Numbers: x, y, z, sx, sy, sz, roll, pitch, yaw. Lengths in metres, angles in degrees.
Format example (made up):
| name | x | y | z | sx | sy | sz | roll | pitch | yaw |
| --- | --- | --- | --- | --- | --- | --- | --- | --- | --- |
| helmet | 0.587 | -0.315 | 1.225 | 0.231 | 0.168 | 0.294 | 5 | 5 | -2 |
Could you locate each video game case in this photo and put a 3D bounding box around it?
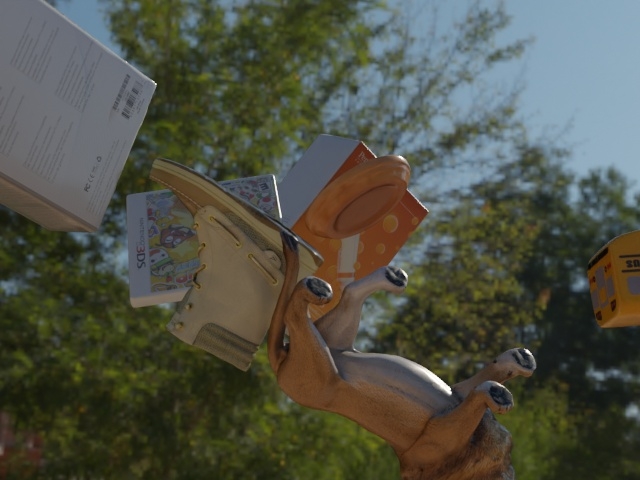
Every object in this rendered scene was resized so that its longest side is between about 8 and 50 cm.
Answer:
| name | x | y | z | sx | sy | sz | roll | pitch | yaw |
| --- | --- | --- | --- | --- | --- | --- | --- | --- | --- |
| video game case | -0.166 | -0.004 | 1.523 | 0.226 | 0.206 | 0.026 | -8 | -41 | -4 |

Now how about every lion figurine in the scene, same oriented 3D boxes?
| name | x | y | z | sx | sy | sz | roll | pitch | yaw |
| --- | --- | --- | --- | --- | --- | --- | --- | --- | --- |
| lion figurine | 0.071 | 0.171 | 1.145 | 0.392 | 0.142 | 0.240 | 37 | -50 | 2 |

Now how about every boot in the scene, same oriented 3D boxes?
| name | x | y | z | sx | sy | sz | roll | pitch | yaw |
| --- | --- | --- | --- | --- | --- | --- | --- | --- | --- |
| boot | -0.126 | 0.025 | 1.131 | 0.213 | 0.165 | 0.077 | 34 | 3 | -1 |

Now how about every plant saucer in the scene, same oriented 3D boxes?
| name | x | y | z | sx | sy | sz | roll | pitch | yaw |
| --- | --- | --- | --- | --- | --- | --- | --- | --- | --- |
| plant saucer | 0.068 | -0.064 | 1.739 | 0.200 | 0.037 | 0.200 | -28 | -22 | -12 |

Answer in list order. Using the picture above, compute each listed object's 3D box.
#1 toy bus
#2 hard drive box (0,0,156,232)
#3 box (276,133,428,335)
| name | x | y | z | sx | sy | sz | roll | pitch | yaw |
| --- | --- | --- | --- | --- | --- | --- | --- | --- | --- |
| toy bus | 0.544 | 0.037 | 1.437 | 0.332 | 0.130 | 0.108 | -4 | -19 | -5 |
| hard drive box | -0.299 | -0.137 | 1.041 | 0.089 | 0.181 | 0.232 | 2 | -24 | 41 |
| box | 0.000 | 0.000 | 1.989 | 0.215 | 0.345 | 0.168 | 43 | -11 | -27 |
